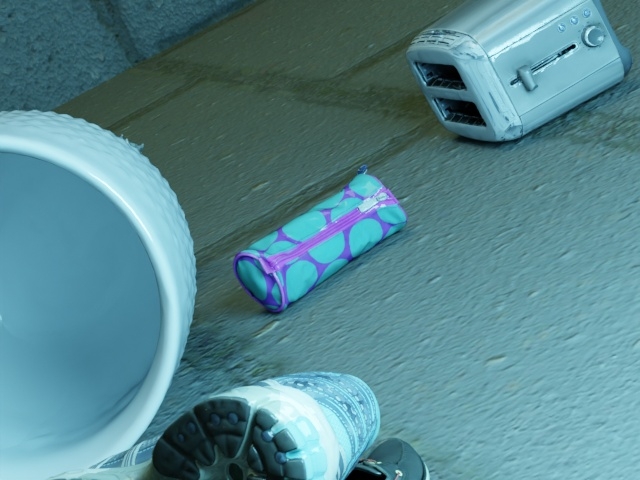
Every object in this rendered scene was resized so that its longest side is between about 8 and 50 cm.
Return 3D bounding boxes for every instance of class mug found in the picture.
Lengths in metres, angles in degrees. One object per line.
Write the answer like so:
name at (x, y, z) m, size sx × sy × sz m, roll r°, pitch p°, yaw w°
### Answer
mug at (-0.262, 0.070, 1.570) m, size 0.374 × 0.276 × 0.328 m, roll -55°, pitch 5°, yaw 9°

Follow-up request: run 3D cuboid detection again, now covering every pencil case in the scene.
pencil case at (0.000, 0.000, 1.679) m, size 0.152 × 0.064 × 0.070 m, roll -34°, pitch -8°, yaw -27°

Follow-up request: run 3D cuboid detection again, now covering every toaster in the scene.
toaster at (0.180, -0.177, 1.864) m, size 0.146 × 0.129 × 0.227 m, roll -32°, pitch 17°, yaw -12°

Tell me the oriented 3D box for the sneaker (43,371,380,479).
sneaker at (-0.071, 0.158, 1.175) m, size 0.283 × 0.110 × 0.122 m, roll -28°, pitch -4°, yaw 40°

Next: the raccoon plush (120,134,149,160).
raccoon plush at (-0.297, 0.090, 1.810) m, size 0.299 × 0.216 × 0.446 m, roll -7°, pitch 50°, yaw 18°

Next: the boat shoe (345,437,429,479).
boat shoe at (0.031, 0.148, 1.165) m, size 0.049 × 0.042 × 0.133 m, roll -23°, pitch 13°, yaw 23°
